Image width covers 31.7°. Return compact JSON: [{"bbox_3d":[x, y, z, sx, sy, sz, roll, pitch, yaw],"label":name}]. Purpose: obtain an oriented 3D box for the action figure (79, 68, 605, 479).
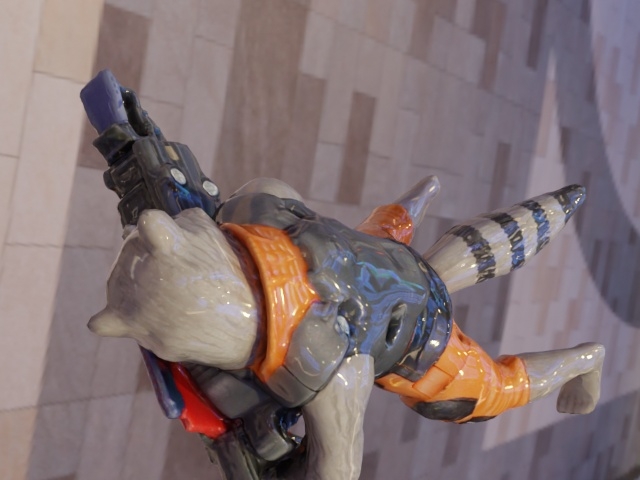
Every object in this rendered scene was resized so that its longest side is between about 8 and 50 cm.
[{"bbox_3d":[0.000,0.000,0.658,0.330,0.341,0.178,-5,148,-51],"label":"action figure"}]
